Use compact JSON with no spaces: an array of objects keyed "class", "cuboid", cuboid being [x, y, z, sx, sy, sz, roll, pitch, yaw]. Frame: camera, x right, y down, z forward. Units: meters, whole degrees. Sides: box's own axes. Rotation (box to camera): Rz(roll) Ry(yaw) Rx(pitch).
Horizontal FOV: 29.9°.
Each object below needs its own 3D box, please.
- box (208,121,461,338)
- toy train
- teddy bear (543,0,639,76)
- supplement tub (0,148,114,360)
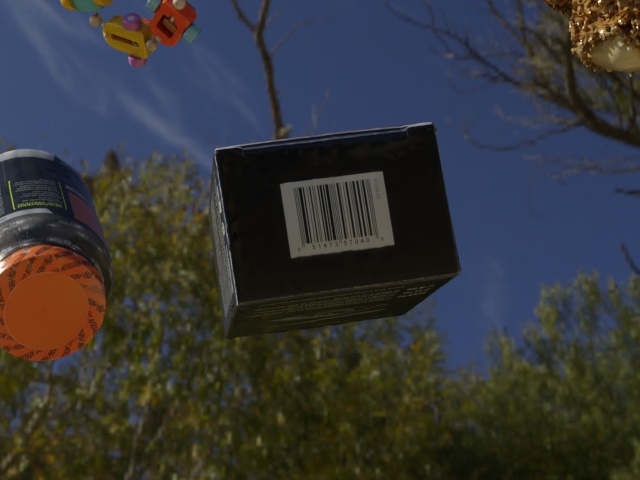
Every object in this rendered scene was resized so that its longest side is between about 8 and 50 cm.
[{"class":"box","cuboid":[0.000,0.000,0.868,0.153,0.108,0.207,-8,-9,-9]},{"class":"toy train","cuboid":[-0.191,-0.244,1.194,0.166,0.046,0.125,38,-37,-1]},{"class":"teddy bear","cuboid":[0.260,-0.278,1.143,0.245,0.338,0.113,18,-50,-33]},{"class":"supplement tub","cuboid":[-0.413,0.018,1.725,0.207,0.338,0.207,-8,-62,-15]}]
